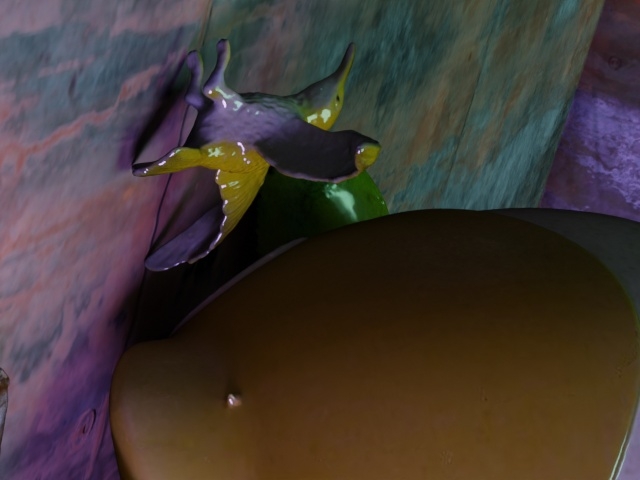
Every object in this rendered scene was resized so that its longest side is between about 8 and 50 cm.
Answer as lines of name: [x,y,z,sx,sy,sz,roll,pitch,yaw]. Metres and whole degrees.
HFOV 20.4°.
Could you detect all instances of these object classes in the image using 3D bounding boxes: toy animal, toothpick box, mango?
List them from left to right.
toy animal: [-0.033,-0.076,1.021,0.219,0.095,0.155,-17,-138,55]
mango: [0.001,0.000,1.313,0.119,0.100,0.178,-59,156,-32]
toothpick box: [0.075,0.177,1.148,0.409,0.425,0.409,173,-90,-77]

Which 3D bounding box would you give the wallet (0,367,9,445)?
wallet: [-0.199,0.144,0.835,0.176,0.026,0.095,-54,162,-51]
